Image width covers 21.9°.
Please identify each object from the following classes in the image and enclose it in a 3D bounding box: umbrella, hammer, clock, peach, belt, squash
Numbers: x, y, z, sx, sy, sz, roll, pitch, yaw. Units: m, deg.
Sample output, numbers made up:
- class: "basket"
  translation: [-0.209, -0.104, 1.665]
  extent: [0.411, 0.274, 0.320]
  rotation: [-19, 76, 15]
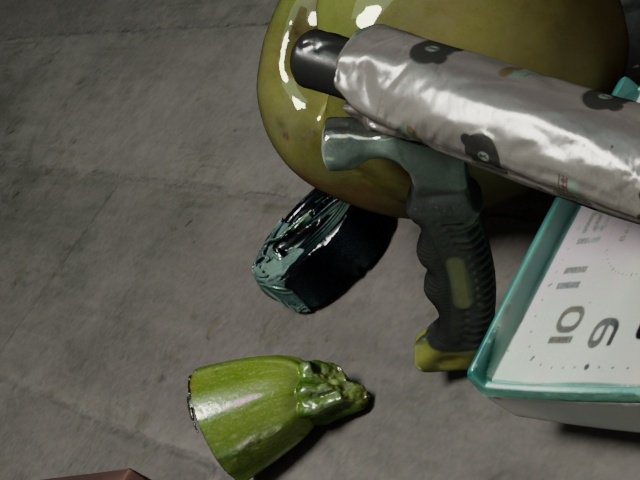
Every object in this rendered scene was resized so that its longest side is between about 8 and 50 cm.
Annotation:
- class: "umbrella"
  translation: [0.115, -0.076, 1.043]
  extent: [0.337, 0.067, 0.073]
  rotation: [23, 61, 36]
- class: "hammer"
  translation: [0.093, 0.002, 1.186]
  extent: [0.158, 0.227, 0.041]
  rotation: [1, 40, 13]
- class: "clock"
  translation: [0.247, 0.010, 1.073]
  extent: [0.231, 0.116, 0.262]
  rotation: [-6, 48, 58]
- class: "peach"
  translation: [0.101, -0.136, 1.278]
  extent: [0.292, 0.292, 0.248]
  rotation: [-27, 59, 34]
- class: "belt"
  translation: [0.000, 0.000, 1.470]
  extent: [0.140, 0.058, 0.105]
  rotation: [-44, 26, 11]
- class: "squash"
  translation: [-0.027, 0.125, 1.338]
  extent: [0.132, 0.105, 0.105]
  rotation: [-25, 34, 16]

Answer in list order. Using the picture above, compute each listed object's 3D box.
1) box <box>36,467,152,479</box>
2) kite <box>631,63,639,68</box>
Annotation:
- class: "box"
  translation: [-0.232, 0.309, 1.389]
  extent: [0.215, 0.086, 0.215]
  rotation: [-15, 43, 46]
- class: "kite"
  translation: [0.319, -0.158, 1.153]
  extent: [0.229, 0.012, 0.250]
  rotation: [-23, -5, -15]
